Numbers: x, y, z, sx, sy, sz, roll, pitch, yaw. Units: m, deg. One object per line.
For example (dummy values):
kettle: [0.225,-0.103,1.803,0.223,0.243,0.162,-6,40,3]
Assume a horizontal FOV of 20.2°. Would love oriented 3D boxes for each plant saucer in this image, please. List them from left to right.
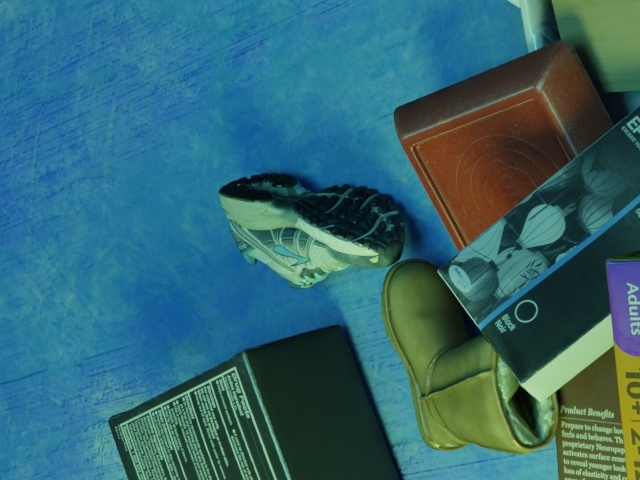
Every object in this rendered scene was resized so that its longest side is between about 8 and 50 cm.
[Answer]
plant saucer: [0.212,-0.054,1.894,0.259,0.048,0.258,-19,103,45]

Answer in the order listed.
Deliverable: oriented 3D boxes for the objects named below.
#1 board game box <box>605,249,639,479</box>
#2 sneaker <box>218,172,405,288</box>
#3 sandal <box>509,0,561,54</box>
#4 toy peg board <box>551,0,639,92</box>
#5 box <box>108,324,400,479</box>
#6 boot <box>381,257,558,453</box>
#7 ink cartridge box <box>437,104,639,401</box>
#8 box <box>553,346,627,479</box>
board game box: [0.492,0.159,1.475,0.357,0.356,0.356,-3,95,41]
sneaker: [0.000,0.000,2.155,0.283,0.110,0.122,18,126,45]
sandal: [0.213,-0.264,1.873,0.076,0.102,0.265,1,100,42]
toy peg board: [0.323,-0.239,1.801,0.161,0.079,0.160,1,114,45]
box: [-0.069,0.296,2.201,0.294,0.183,0.296,-29,79,45]
boot: [0.161,0.115,1.924,0.269,0.089,0.236,147,106,-73]
ink cartridge box: [0.289,-0.009,1.741,0.333,0.065,0.165,-40,55,6]
box: [0.351,0.259,1.809,0.191,0.143,0.381,3,101,45]
